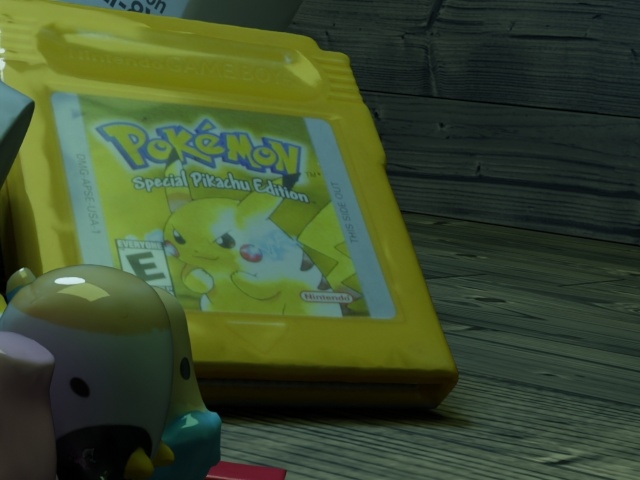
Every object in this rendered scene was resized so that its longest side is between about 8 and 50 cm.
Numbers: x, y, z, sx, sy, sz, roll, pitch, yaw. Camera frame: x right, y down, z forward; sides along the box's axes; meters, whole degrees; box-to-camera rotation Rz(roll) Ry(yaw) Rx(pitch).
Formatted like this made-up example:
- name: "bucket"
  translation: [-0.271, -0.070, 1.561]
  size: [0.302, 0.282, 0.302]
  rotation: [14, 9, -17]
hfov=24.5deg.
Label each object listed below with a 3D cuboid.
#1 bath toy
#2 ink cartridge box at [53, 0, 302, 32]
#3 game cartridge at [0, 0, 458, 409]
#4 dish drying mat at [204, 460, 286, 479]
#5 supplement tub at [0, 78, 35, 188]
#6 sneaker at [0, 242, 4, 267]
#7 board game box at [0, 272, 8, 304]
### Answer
- name: "bath toy"
  translation: [-0.138, 0.074, 0.498]
  size: [0.151, 0.129, 0.348]
  rotation: [-38, -7, 12]
- name: "ink cartridge box"
  translation: [-0.220, -0.192, 1.433]
  size: [0.279, 0.385, 0.160]
  rotation: [40, 21, 25]
- name: "game cartridge"
  translation: [-0.077, -0.032, 0.994]
  size: [0.285, 0.053, 0.324]
  rotation: [4, 50, -26]
- name: "dish drying mat"
  translation: [-0.059, 0.115, 0.729]
  size: [0.083, 0.008, 0.032]
  rotation: [7, 6, 1]
- name: "supplement tub"
  translation: [-0.342, -0.069, 0.810]
  size: [0.316, 0.228, 0.228]
  rotation: [28, 2, -7]
- name: "sneaker"
  translation: [-0.295, -0.045, 1.129]
  size: [0.148, 0.131, 0.350]
  rotation: [-7, 5, -29]
- name: "board game box"
  translation: [-0.297, 0.043, 1.055]
  size: [0.243, 0.042, 0.165]
  rotation: [11, 6, 42]
